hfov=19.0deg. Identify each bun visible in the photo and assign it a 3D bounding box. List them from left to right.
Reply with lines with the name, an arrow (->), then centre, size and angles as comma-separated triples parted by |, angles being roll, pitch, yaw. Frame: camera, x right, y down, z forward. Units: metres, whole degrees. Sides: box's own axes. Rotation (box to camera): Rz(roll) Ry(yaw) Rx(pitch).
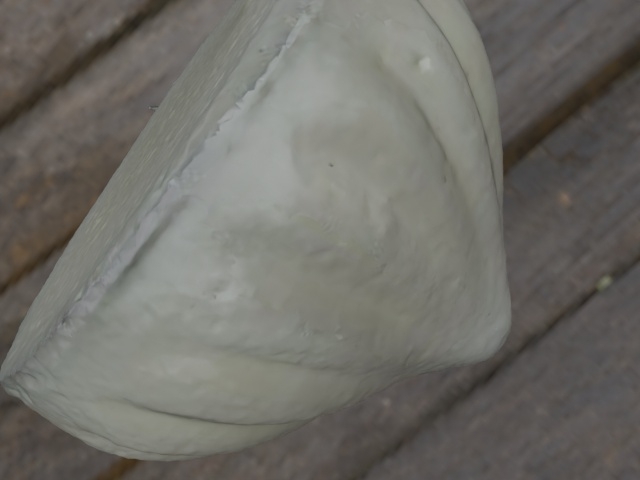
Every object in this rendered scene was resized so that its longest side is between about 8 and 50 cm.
bun -> 0.000, 0.000, 0.822 | 0.263, 0.175, 0.263 | -54, 9, 12
